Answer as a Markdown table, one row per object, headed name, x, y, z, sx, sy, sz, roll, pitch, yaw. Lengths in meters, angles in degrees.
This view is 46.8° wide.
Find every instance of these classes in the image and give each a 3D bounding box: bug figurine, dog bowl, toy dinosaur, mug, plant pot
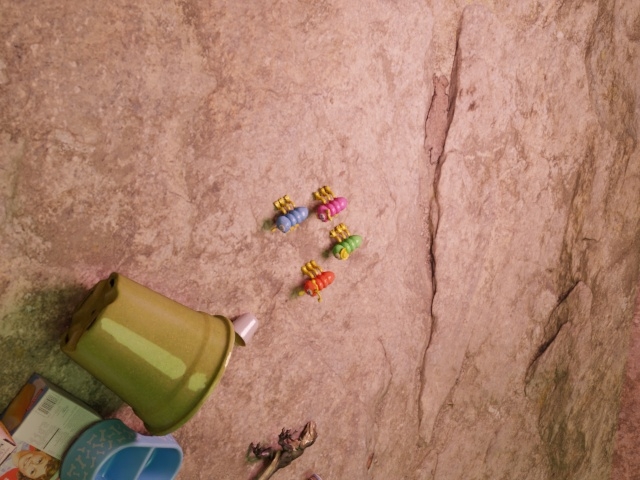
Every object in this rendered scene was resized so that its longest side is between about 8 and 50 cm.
| name | x | y | z | sx | sy | sz | roll | pitch | yaw |
| --- | --- | --- | --- | --- | --- | --- | --- | --- | --- |
| bug figurine | 0.000 | 0.000 | 1.781 | 0.216 | 0.072 | 0.279 | -38 | 122 | -25 |
| dog bowl | -0.397 | 0.464 | 1.531 | 0.166 | 0.074 | 0.297 | -61 | 150 | -2 |
| toy dinosaur | -0.108 | 0.534 | 1.852 | 0.268 | 0.064 | 0.118 | -36 | 128 | -22 |
| mug | -0.179 | 0.204 | 1.715 | 0.062 | 0.078 | 0.064 | 43 | 62 | -4 |
| plant pot | -0.355 | 0.203 | 1.457 | 0.254 | 0.276 | 0.276 | 39 | 77 | -27 |

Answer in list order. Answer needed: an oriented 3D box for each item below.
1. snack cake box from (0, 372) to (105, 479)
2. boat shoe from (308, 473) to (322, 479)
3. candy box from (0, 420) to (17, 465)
| name | x | y | z | sx | sy | sz | roll | pitch | yaw |
| --- | --- | --- | --- | --- | --- | --- | --- | --- | --- |
| snack cake box | -0.568 | 0.413 | 1.435 | 0.264 | 0.089 | 0.152 | -54 | 130 | -14 |
| boat shoe | -0.021 | 0.709 | 1.962 | 0.066 | 0.066 | 0.183 | -14 | 110 | -34 |
| candy box | -0.659 | 0.300 | 1.287 | 0.071 | 0.159 | 0.233 | -51 | 128 | -15 |
